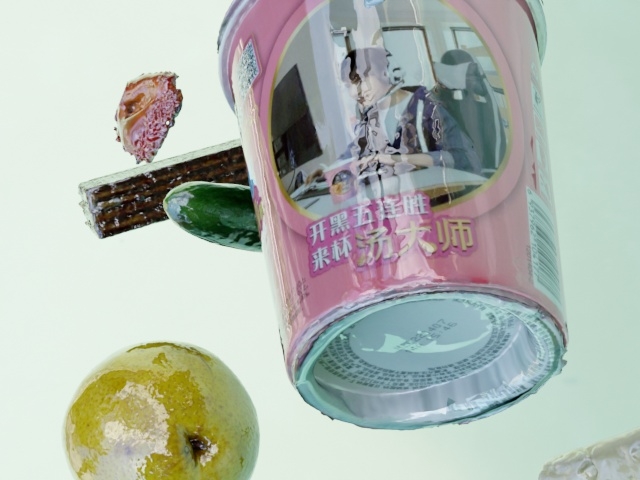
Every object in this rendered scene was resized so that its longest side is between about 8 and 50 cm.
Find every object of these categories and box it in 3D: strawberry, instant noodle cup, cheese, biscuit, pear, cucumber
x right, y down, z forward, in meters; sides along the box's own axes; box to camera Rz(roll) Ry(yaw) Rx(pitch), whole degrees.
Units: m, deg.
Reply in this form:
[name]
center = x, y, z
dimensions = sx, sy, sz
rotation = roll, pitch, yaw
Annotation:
[strawberry]
center = -0.189, -0.139, 1.303
dimensions = 0.152, 0.048, 0.104
rotation = 135, 137, -58
[instant noodle cup]
center = 0.050, -0.028, 0.763
dimensions = 0.244, 0.244, 0.255
rotation = -38, 43, 38
[cheese]
center = 0.270, 0.192, 1.028
dimensions = 0.194, 0.043, 0.065
rotation = -30, 73, 42
[biscuit]
center = -0.124, -0.091, 1.594
dimensions = 0.107, 0.388, 0.073
rotation = -156, 50, -72
[pear]
center = -0.162, 0.209, 1.269
dimensions = 0.209, 0.209, 0.209
rotation = 8, 103, 40
[cucumber]
center = 0.000, 0.000, 0.922
dimensions = 0.056, 0.284, 0.056
rotation = -17, 66, 43

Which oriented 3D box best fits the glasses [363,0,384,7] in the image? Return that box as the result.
[glasses]
center = -0.043, -0.228, 0.657
dimensions = 0.088, 0.189, 0.221
rotation = -24, 53, 26
